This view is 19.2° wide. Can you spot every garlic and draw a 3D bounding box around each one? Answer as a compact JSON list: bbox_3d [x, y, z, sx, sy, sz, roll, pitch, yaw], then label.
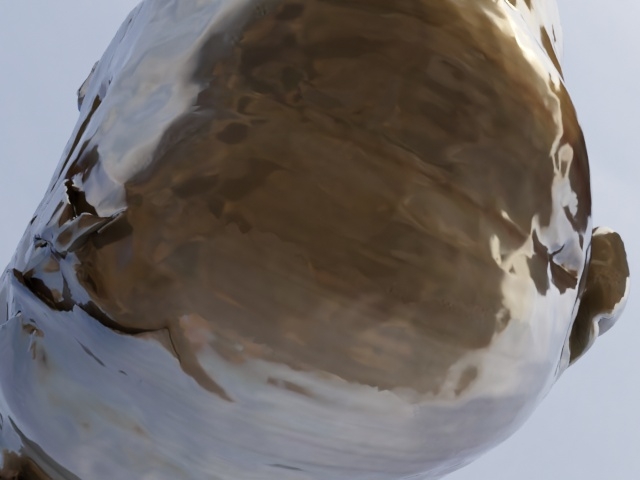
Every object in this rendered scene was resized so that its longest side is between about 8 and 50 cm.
[{"bbox_3d":[-0.015,-0.008,0.801,0.241,0.322,0.322,49,-126,-22],"label":"garlic"}]
